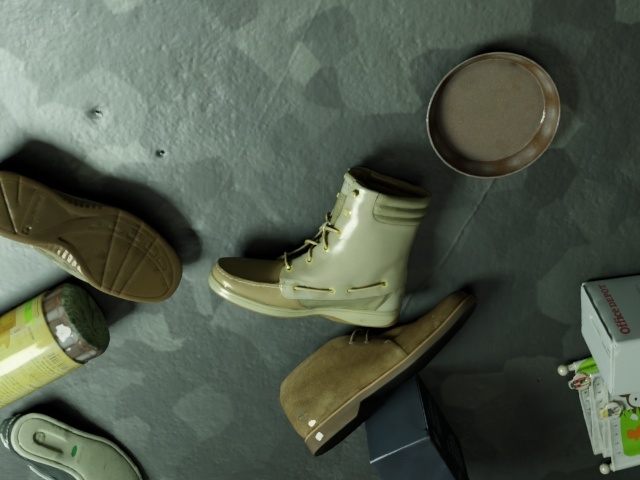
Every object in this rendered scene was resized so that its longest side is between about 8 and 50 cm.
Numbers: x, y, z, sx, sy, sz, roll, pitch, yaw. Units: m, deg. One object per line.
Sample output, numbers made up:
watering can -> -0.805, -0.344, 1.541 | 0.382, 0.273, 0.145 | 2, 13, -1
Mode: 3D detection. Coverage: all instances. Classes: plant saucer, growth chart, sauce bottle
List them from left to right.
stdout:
sauce bottle -> -0.449, 0.176, 1.527 | 0.344, 0.111, 0.111 | -28, 116, 9
plant saucer -> 0.215, -0.159, 1.446 | 0.168, 0.029, 0.169 | -2, 119, -3
growth chart -> 0.457, 0.242, 1.683 | 0.171, 0.021, 0.237 | -22, 118, 6

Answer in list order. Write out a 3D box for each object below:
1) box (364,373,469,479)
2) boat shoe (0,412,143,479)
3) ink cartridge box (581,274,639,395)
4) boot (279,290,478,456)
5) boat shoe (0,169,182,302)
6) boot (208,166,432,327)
box -> 0.135, 0.295, 1.610 | 0.093, 0.156, 0.158 | -26, 117, 10
boat shoe -> -0.349, 0.313, 1.641 | 0.233, 0.084, 0.079 | 38, 147, -28
ink cartridge box -> 0.468, 0.116, 1.540 | 0.212, 0.154, 0.093 | -6, 120, -2
boot -> 0.076, 0.151, 1.562 | 0.305, 0.112, 0.115 | -39, 71, 0
boat shoe -> -0.306, -0.011, 1.463 | 0.285, 0.089, 0.105 | 30, 86, -21
boot -> 0.000, 0.000, 1.476 | 0.261, 0.095, 0.204 | 9, 117, -11
